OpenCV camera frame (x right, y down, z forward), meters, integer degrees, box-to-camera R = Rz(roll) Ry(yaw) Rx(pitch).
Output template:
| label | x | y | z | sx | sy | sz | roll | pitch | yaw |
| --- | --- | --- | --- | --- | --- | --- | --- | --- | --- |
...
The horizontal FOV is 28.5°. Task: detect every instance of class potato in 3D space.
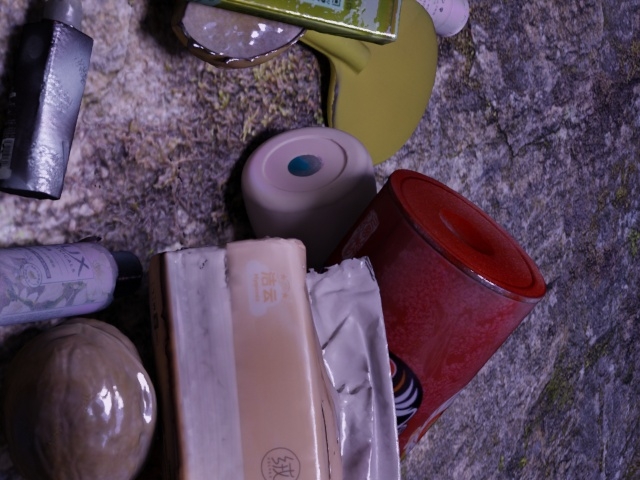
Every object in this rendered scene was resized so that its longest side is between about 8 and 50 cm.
| label | x | y | z | sx | sy | sz | roll | pitch | yaw |
| --- | --- | --- | --- | --- | --- | --- | --- | --- | --- |
| potato | -0.062 | -0.280 | 1.265 | 0.138 | 0.098 | 0.243 | 22 | 83 | -21 |

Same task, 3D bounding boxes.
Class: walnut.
| label | x | y | z | sx | sy | sz | roll | pitch | yaw |
| --- | --- | --- | --- | --- | --- | --- | --- | --- | --- |
| walnut | -0.207 | 0.149 | 1.087 | 0.140 | 0.140 | 0.162 | -14 | 118 | -61 |

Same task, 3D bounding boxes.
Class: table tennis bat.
| label | x | y | z | sx | sy | sz | roll | pitch | yaw |
| --- | --- | --- | --- | --- | --- | --- | --- | --- | --- |
| table tennis bat | 0.050 | -0.220 | 1.577 | 0.368 | 0.054 | 0.224 | 26 | 86 | -59 |

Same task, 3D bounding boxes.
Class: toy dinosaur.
| label | x | y | z | sx | sy | sz | roll | pitch | yaw |
| --- | --- | --- | --- | --- | --- | --- | --- | --- | --- |
| toy dinosaur | -0.178 | 0.255 | 1.239 | 0.049 | 0.055 | 0.154 | 68 | 31 | -46 |

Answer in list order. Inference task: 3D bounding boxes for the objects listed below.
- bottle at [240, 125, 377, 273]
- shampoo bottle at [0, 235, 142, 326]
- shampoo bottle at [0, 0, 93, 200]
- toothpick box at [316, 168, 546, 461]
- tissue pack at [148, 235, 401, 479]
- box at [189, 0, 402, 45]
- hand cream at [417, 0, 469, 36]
| label | x | y | z | sx | sy | sz | roll | pitch | yaw |
| --- | --- | --- | --- | --- | --- | --- | --- | --- | --- |
| bottle | 0.000 | 0.000 | 1.446 | 0.237 | 0.147 | 0.148 | 78 | 32 | -43 |
| shampoo bottle | -0.234 | 0.035 | 1.086 | 0.214 | 0.072 | 0.072 | -6 | 100 | -62 |
| shampoo bottle | -0.233 | -0.140 | 1.069 | 0.063 | 0.057 | 0.208 | 21 | 74 | -53 |
| toothpick box | 0.058 | 0.114 | 1.337 | 0.333 | 0.204 | 0.204 | -52 | 159 | 20 |
| tissue pack | -0.041 | 0.167 | 1.171 | 0.238 | 0.238 | 0.306 | 20 | 60 | -61 |
| box | -0.060 | -0.300 | 1.191 | 0.311 | 0.043 | 0.173 | 8 | 87 | -24 |
| hand cream | 0.091 | -0.327 | 1.655 | 0.312 | 0.070 | 0.111 | 8 | 89 | -54 |
